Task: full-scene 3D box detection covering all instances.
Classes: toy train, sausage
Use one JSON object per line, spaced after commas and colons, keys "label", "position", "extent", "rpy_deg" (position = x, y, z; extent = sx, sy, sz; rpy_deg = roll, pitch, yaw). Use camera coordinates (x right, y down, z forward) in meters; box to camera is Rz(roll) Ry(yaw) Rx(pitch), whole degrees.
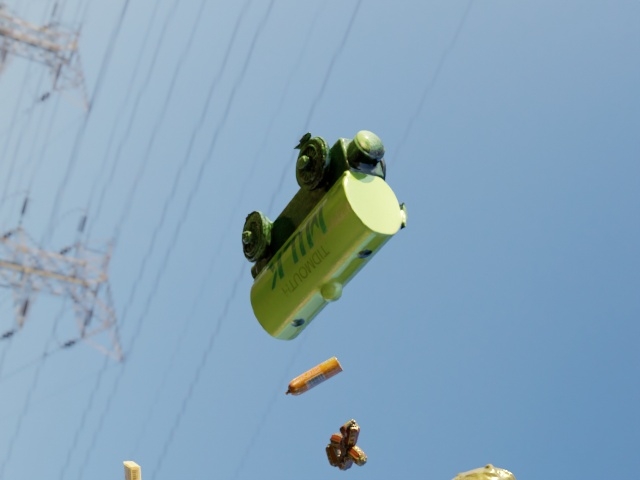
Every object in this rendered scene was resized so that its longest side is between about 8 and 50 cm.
{"label": "toy train", "position": [0.000, 0.000, 1.224], "extent": [0.253, 0.105, 0.157], "rpy_deg": [-49, -138, 40]}
{"label": "sausage", "position": [-0.013, 0.236, 1.931], "extent": [0.107, 0.031, 0.031], "rpy_deg": [-28, -144, -7]}

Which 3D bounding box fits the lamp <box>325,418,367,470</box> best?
{"label": "lamp", "position": [0.031, 0.284, 1.539], "extent": [0.083, 0.031, 0.063], "rpy_deg": [-40, -118, 57]}

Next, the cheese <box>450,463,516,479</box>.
{"label": "cheese", "position": [0.157, 0.363, 1.309], "extent": [0.175, 0.091, 0.202], "rpy_deg": [-37, -172, 21]}

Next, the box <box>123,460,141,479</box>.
{"label": "box", "position": [-0.247, 0.342, 1.491], "extent": [0.058, 0.015, 0.093], "rpy_deg": [167, -80, -72]}
